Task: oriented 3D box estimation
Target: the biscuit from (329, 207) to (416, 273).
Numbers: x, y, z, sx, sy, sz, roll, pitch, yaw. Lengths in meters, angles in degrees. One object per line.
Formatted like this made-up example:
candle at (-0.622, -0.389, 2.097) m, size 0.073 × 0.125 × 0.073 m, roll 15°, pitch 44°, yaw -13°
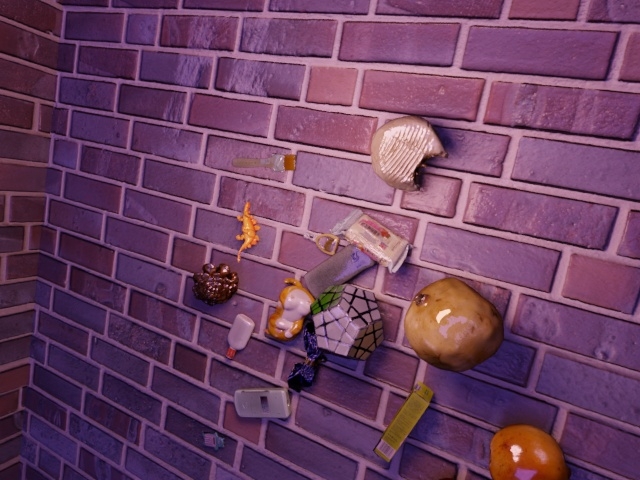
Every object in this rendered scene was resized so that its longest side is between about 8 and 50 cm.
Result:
biscuit at (0.205, -0.003, 1.636) m, size 0.309 × 0.186 × 0.079 m, roll 37°, pitch 144°, yaw 15°

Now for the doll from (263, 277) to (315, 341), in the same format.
doll at (-0.134, 0.322, 1.811) m, size 0.166 × 0.162 × 0.270 m, roll 25°, pitch 99°, yaw -7°

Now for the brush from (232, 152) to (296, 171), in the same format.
brush at (-0.264, -0.355, 1.896) m, size 0.336 × 0.020 × 0.086 m, roll 3°, pitch 95°, yaw 24°

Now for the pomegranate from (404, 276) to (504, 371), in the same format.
pomegranate at (0.459, 0.284, 1.450) m, size 0.332 × 0.332 × 0.333 m, roll 2°, pitch 94°, yaw 24°

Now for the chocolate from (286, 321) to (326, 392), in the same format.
chocolate at (-0.047, 0.532, 1.813) m, size 0.148 × 0.126 × 0.344 m, roll 12°, pitch 106°, yaw -19°

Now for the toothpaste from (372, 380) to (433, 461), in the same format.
toothpaste at (0.331, 0.724, 1.656) m, size 0.077 × 0.110 × 0.328 m, roll 34°, pitch 106°, yaw 20°

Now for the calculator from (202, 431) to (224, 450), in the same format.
calculator at (-0.546, 1.021, 2.115) m, size 0.141 × 0.019 × 0.094 m, roll -3°, pitch 90°, yaw 24°

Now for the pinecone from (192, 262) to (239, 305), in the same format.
pinecone at (-0.488, 0.199, 1.936) m, size 0.229 × 0.201 × 0.202 m, roll -39°, pitch 82°, yaw 24°

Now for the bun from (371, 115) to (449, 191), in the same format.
bun at (0.316, -0.331, 1.545) m, size 0.281 × 0.205 × 0.282 m, roll 4°, pitch 107°, yaw 15°

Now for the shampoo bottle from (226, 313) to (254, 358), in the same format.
shampoo bottle at (-0.396, 0.466, 1.993) m, size 0.108 × 0.051 × 0.221 m, roll 30°, pitch 104°, yaw 17°

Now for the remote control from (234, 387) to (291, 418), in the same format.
remote control at (-0.277, 0.769, 1.958) m, size 0.296 × 0.056 × 0.140 m, roll -11°, pitch 87°, yaw 25°

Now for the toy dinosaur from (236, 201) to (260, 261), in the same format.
toy dinosaur at (-0.327, -0.035, 1.896) m, size 0.070 × 0.117 × 0.289 m, roll -8°, pitch 74°, yaw 37°

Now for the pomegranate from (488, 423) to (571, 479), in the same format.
pomegranate at (0.714, 0.766, 1.423) m, size 0.264 × 0.264 × 0.264 m, roll 2°, pitch 94°, yaw 24°

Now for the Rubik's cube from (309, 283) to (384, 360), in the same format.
Rubik's cube at (0.103, 0.325, 1.646) m, size 0.264 × 0.319 × 0.319 m, roll -12°, pitch 89°, yaw -2°

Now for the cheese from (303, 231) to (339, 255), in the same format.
cheese at (0.000, 0.000, 1.794) m, size 0.162 × 0.036 × 0.086 m, roll 22°, pitch 101°, yaw 21°

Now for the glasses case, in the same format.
glasses case at (0.079, 0.121, 1.747) m, size 0.323 × 0.074 × 0.131 m, roll -35°, pitch 81°, yaw 22°

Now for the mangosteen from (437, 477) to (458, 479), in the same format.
mangosteen at (0.478, 1.033, 1.571) m, size 0.215 × 0.215 × 0.258 m, roll 44°, pitch 128°, yaw 15°
